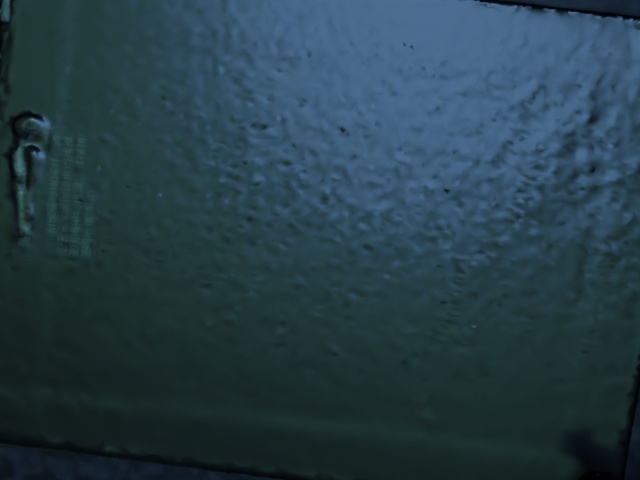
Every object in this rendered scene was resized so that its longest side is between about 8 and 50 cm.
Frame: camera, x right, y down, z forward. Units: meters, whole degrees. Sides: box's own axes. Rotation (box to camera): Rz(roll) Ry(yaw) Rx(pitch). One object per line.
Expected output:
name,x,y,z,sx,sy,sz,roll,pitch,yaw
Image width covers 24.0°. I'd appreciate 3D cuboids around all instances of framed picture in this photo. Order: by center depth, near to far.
framed picture,0.000,0.000,0.748,0.338,0.014,0.255,6,102,1

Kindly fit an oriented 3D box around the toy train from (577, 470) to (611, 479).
toy train,0.102,0.232,0.749,0.296,0.100,0.160,-36,97,9
